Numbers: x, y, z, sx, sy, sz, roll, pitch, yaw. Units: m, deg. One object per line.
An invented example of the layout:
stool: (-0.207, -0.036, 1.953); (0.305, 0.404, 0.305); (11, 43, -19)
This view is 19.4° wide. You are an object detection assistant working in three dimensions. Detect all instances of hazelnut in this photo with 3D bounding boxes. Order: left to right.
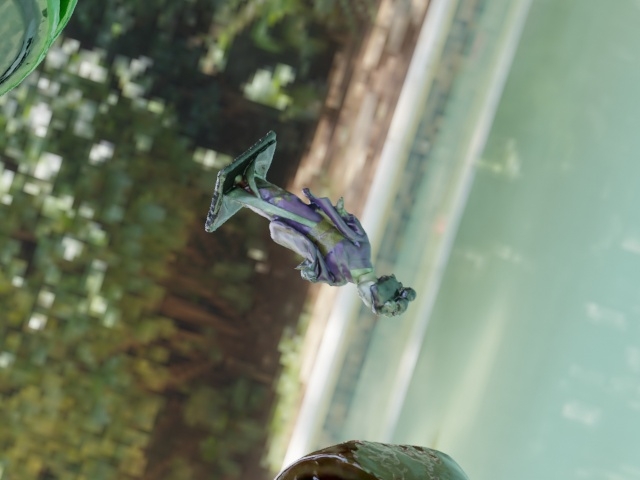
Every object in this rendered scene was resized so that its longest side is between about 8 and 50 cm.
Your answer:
hazelnut: (0.041, 0.275, 1.541); (0.251, 0.217, 0.217); (-29, -37, -56)

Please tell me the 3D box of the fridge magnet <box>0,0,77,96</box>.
fridge magnet: (-0.242, -0.147, 1.133); (0.208, 0.208, 0.088); (109, 144, -47)

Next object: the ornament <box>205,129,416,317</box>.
ornament: (-0.007, 0.002, 1.659); (0.081, 0.203, 0.088); (-33, -24, -36)
